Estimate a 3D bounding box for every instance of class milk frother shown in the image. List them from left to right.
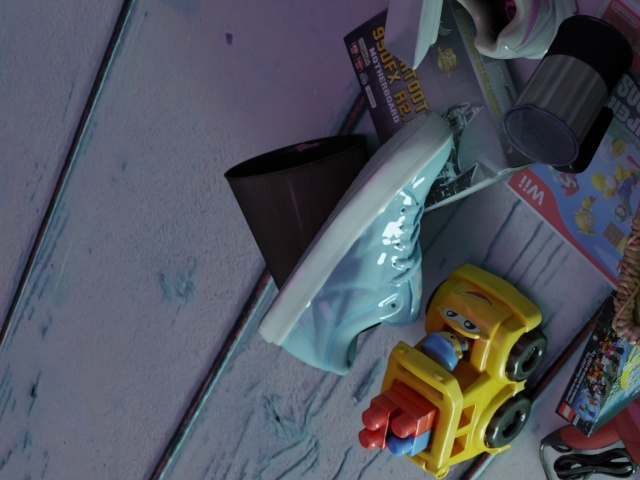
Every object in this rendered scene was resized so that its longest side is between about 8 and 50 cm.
[{"bbox_3d":[0.279,-0.137,1.538,0.143,0.135,0.129,-4,136,50],"label":"milk frother"}]

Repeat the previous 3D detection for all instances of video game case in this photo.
[{"bbox_3d":[0.322,-0.099,1.634,0.204,0.025,0.285,46,136,22],"label":"video game case"}]

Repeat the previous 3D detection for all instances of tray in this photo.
[{"bbox_3d":[0.114,-0.323,1.643,0.145,0.030,0.270,-125,42,-70],"label":"tray"}]

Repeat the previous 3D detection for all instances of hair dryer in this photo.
[{"bbox_3d":[0.323,0.216,1.738,0.223,0.080,0.294,24,124,39],"label":"hair dryer"}]

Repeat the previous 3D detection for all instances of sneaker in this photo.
[{"bbox_3d":[0.074,0.012,1.773,0.150,0.135,0.366,34,127,-3],"label":"sneaker"},{"bbox_3d":[0.189,-0.301,1.614,0.103,0.111,0.252,-8,101,48],"label":"sneaker"}]

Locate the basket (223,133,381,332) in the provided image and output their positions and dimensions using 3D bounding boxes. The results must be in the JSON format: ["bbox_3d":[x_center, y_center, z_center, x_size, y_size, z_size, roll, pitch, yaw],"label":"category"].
[{"bbox_3d":[0.000,0.000,1.933,0.204,0.154,0.227,-5,108,43],"label":"basket"}]

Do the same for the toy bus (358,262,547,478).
[{"bbox_3d":[0.138,0.163,1.813,0.149,0.211,0.220,35,129,33],"label":"toy bus"}]

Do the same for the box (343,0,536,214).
[{"bbox_3d":[0.134,-0.162,1.759,0.183,0.056,0.231,-25,82,51],"label":"box"}]

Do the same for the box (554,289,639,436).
[{"bbox_3d":[0.336,0.080,1.542,0.044,0.233,0.159,38,131,24],"label":"box"}]

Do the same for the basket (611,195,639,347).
[{"bbox_3d":[0.418,-0.017,1.336,0.213,0.223,0.299,15,87,45],"label":"basket"}]
